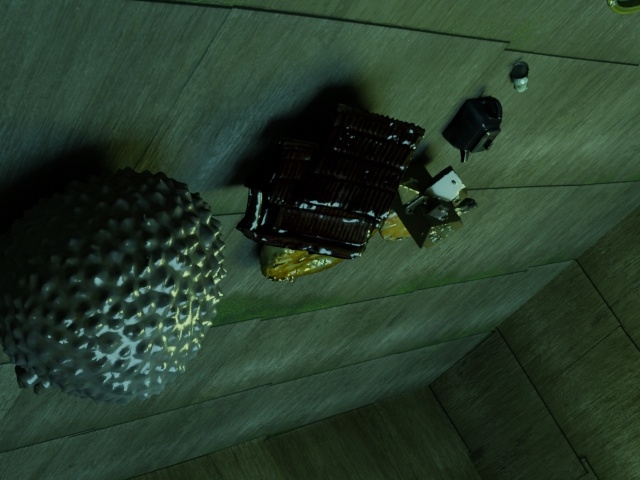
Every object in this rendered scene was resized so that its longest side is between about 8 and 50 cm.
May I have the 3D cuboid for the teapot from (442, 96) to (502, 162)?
[{"bbox_3d":[0.353,-0.245,2.033,0.087,0.096,0.177,-13,151,-36],"label":"teapot"}]

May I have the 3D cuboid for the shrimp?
[{"bbox_3d":[0.282,-0.083,2.327,0.316,0.062,0.164,-15,150,-27],"label":"shrimp"}]

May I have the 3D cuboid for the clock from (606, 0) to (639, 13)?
[{"bbox_3d":[0.665,-0.559,1.823,0.237,0.057,0.237,-24,154,-13],"label":"clock"}]

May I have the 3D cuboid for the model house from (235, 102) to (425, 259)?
[{"bbox_3d":[0.027,-0.154,1.738,0.316,0.297,0.283,13,135,-6],"label":"model house"}]

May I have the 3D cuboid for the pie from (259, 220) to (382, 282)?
[{"bbox_3d":[0.000,0.000,2.123,0.315,0.092,0.315,-25,161,-9],"label":"pie"}]

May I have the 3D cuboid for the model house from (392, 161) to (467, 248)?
[{"bbox_3d":[0.229,-0.107,2.051,0.176,0.181,0.248,-36,158,12],"label":"model house"}]

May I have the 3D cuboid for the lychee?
[{"bbox_3d":[-0.351,0.078,1.502,0.432,0.380,0.380,-51,157,-3],"label":"lychee"}]

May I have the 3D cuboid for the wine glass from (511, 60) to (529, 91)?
[{"bbox_3d":[0.439,-0.357,1.989,0.038,0.042,0.083,4,167,16],"label":"wine glass"}]
